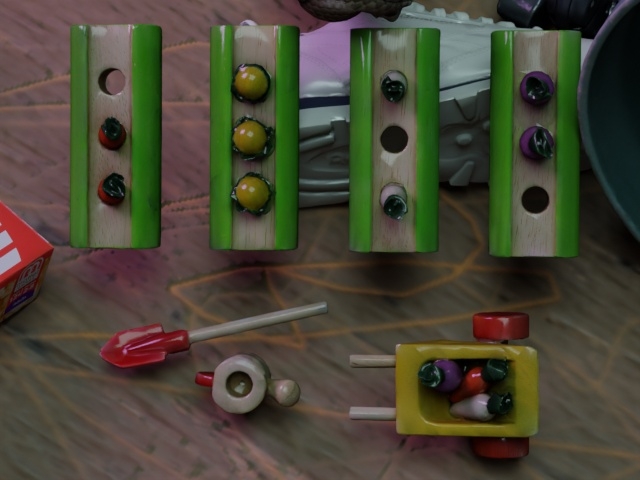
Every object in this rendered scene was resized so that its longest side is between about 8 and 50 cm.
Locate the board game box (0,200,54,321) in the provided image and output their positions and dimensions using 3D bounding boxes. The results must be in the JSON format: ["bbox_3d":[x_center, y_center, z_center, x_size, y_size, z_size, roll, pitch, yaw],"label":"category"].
[{"bbox_3d":[-0.245,0.015,0.888,0.147,0.045,0.193,39,46,12],"label":"board game box"}]

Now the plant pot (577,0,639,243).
[{"bbox_3d":[0.290,-0.089,0.866,0.293,0.293,0.196,25,61,11],"label":"plant pot"}]

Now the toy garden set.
[{"bbox_3d":[0.000,0.000,0.895,0.244,0.049,0.203,1,93,4],"label":"toy garden set"}]

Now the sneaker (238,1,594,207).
[{"bbox_3d":[0.067,-0.083,0.972,0.235,0.090,0.095,-3,53,-5],"label":"sneaker"}]

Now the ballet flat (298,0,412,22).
[{"bbox_3d":[0.017,-0.167,0.968,0.058,0.084,0.250,25,21,-13],"label":"ballet flat"}]

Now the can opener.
[{"bbox_3d":[0.170,-0.179,1.035,0.073,0.059,0.186,33,67,15],"label":"can opener"}]
